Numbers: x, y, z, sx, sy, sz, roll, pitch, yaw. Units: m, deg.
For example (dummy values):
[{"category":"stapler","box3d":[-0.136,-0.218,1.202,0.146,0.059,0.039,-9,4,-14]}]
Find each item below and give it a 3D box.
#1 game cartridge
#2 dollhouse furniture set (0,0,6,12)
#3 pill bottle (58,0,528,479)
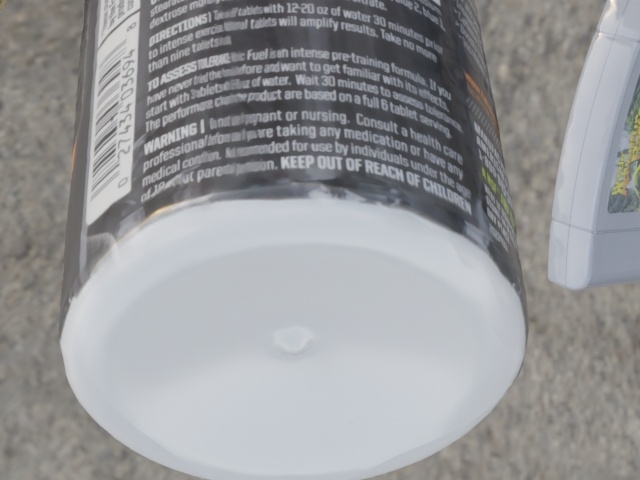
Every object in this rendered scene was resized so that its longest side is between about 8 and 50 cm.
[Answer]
[{"category":"game cartridge","box3d":[0.294,-0.099,1.477,0.060,0.196,0.294,22,107,40]},{"category":"dollhouse furniture set","box3d":[-0.155,-0.165,0.860,0.161,0.182,0.101,9,74,40]},{"category":"pill bottle","box3d":[-0.012,-0.055,0.515,0.130,0.245,0.130,-2,137,-2]}]
